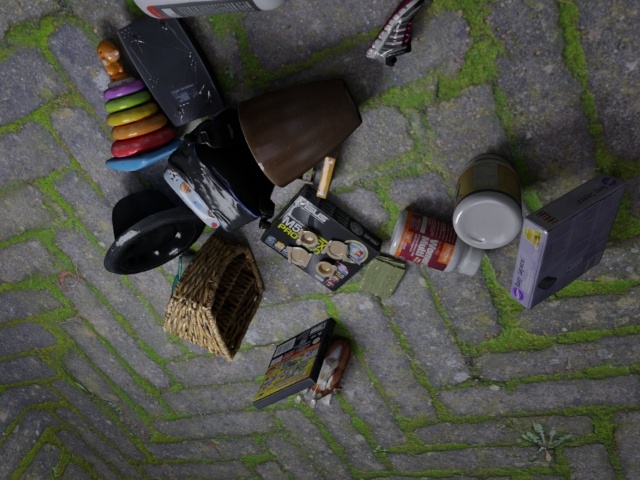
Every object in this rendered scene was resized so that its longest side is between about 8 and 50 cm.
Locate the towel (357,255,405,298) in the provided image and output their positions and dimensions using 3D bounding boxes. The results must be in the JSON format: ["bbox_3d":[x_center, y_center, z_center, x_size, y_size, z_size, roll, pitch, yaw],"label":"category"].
[{"bbox_3d":[0.175,0.103,1.574,0.109,0.027,0.148,19,130,0],"label":"towel"}]

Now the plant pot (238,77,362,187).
[{"bbox_3d":[-0.030,-0.263,1.242,0.230,0.215,0.215,-23,119,15],"label":"plant pot"}]

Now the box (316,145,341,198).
[{"bbox_3d":[0.020,-0.169,1.364,0.028,0.081,0.136,16,131,4],"label":"box"}]

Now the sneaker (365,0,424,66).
[{"bbox_3d":[0.167,-0.424,1.125,0.074,0.063,0.170,33,135,-10],"label":"sneaker"}]

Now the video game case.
[{"bbox_3d":[-0.081,0.389,1.740,0.035,0.248,0.274,44,127,-17],"label":"video game case"}]

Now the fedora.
[{"bbox_3d":[-0.488,-0.041,1.559,0.334,0.334,0.153,-41,73,38],"label":"fedora"}]

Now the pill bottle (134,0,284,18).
[{"bbox_3d":[-0.175,-0.541,1.039,0.362,0.210,0.210,2,129,15],"label":"pill bottle"}]

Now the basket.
[{"bbox_3d":[-0.277,0.145,1.571,0.222,0.299,0.214,25,130,0],"label":"basket"}]

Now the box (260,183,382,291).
[{"bbox_3d":[0.000,0.000,1.523,0.270,0.060,0.216,36,130,-13],"label":"box"}]

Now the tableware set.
[{"bbox_3d":[-0.009,0.037,1.503,0.168,0.020,0.141,22,131,-1],"label":"tableware set"}]

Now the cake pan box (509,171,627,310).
[{"bbox_3d":[0.554,0.001,1.235,0.070,0.266,0.246,46,155,40],"label":"cake pan box"}]

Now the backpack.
[{"bbox_3d":[-0.219,-0.176,1.317,0.213,0.263,0.277,-17,121,34],"label":"backpack"}]

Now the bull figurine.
[{"bbox_3d":[0.015,0.456,1.827,0.101,0.188,0.311,30,127,20],"label":"bull figurine"}]

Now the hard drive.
[{"bbox_3d":[-0.342,-0.409,1.301,0.171,0.054,0.255,-13,123,26],"label":"hard drive"}]

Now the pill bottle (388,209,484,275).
[{"bbox_3d":[0.294,0.010,1.398,0.221,0.121,0.121,18,131,3],"label":"pill bottle"}]

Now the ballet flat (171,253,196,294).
[{"bbox_3d":[-0.429,0.122,1.757,0.068,0.072,0.213,1,139,-23],"label":"ballet flat"}]

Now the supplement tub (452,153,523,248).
[{"bbox_3d":[0.375,-0.092,1.236,0.144,0.200,0.145,9,129,11],"label":"supplement tub"}]

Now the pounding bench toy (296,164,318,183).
[{"bbox_3d":[-0.033,-0.182,1.395,0.052,0.083,0.065,14,99,3],"label":"pounding bench toy"}]

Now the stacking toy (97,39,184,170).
[{"bbox_3d":[-0.473,-0.338,1.355,0.175,0.165,0.302,1,117,35],"label":"stacking toy"}]
